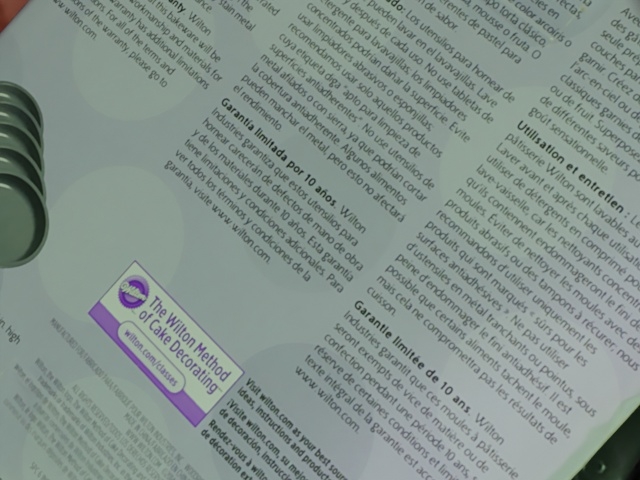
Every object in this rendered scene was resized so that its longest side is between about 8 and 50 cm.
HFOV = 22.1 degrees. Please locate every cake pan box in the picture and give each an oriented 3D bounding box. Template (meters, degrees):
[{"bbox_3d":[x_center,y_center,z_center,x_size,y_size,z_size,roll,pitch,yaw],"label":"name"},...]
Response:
[{"bbox_3d":[0.000,0.000,0.518,0.267,0.070,0.245,42,94,26],"label":"cake pan box"}]
